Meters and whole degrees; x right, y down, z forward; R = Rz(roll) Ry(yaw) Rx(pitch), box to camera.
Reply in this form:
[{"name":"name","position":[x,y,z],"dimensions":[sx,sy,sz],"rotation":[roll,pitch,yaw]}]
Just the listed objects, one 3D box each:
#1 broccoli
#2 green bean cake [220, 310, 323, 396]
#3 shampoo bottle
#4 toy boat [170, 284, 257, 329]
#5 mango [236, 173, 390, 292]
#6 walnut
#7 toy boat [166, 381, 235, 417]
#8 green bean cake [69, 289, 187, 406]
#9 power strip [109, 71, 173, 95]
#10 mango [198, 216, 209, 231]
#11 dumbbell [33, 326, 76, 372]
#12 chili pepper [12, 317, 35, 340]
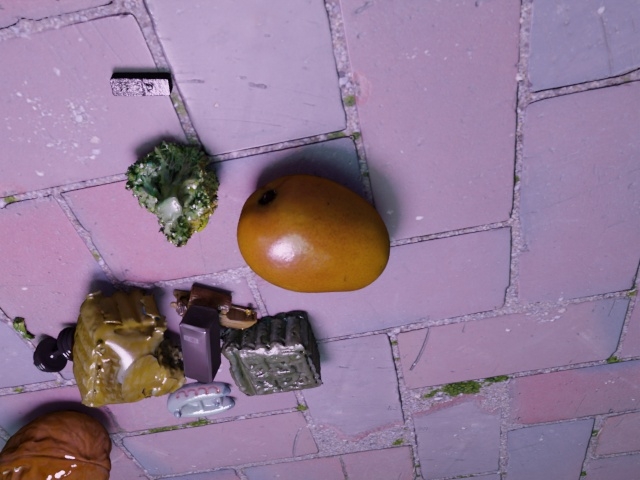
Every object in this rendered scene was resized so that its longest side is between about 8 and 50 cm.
[{"name":"broccoli","position":[-0.295,-0.083,1.127],"dimensions":[0.194,0.194,0.220],"rotation":[-4,112,0]},{"name":"green bean cake","position":[-0.133,0.323,1.572],"dimensions":[0.254,0.132,0.241],"rotation":[-9,136,4]},{"name":"shampoo bottle","position":[-0.301,0.276,1.442],"dimensions":[0.080,0.079,0.246],"rotation":[14,130,8]},{"name":"toy boat","position":[-0.270,0.172,1.462],"dimensions":[0.225,0.068,0.088],"rotation":[16,123,-16]},{"name":"mango","position":[0.000,0.000,1.225],"dimensions":[0.378,0.221,0.264],"rotation":[24,123,-36]},{"name":"walnut","position":[-0.811,0.696,1.710],"dimensions":[0.397,0.354,0.307],"rotation":[-29,144,30]},{"name":"toy boat","position":[-0.372,0.503,1.755],"dimensions":[0.207,0.079,0.134],"rotation":[-5,135,-1]},{"name":"green bean cake","position":[-0.459,0.281,1.437],"dimensions":[0.284,0.202,0.310],"rotation":[-4,129,-35]},{"name":"power strip","position":[-0.332,-0.290,1.056],"dimensions":[0.111,0.029,0.038],"rotation":[-2,133,-2]},{"name":"mango","position":[-0.301,-0.056,1.256],"dimensions":[0.108,0.056,0.074],"rotation":[5,127,-4]},{"name":"dumbbell","position":[-0.694,0.295,1.526],"dimensions":[0.208,0.099,0.099],"rotation":[-26,129,18]},{"name":"chili pepper","position":[-0.796,0.240,1.517],"dimensions":[0.034,0.030,0.091],"rotation":[-21,138,-18]}]
